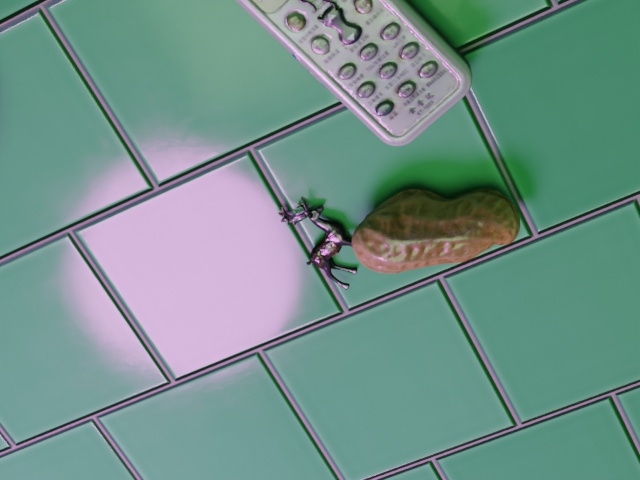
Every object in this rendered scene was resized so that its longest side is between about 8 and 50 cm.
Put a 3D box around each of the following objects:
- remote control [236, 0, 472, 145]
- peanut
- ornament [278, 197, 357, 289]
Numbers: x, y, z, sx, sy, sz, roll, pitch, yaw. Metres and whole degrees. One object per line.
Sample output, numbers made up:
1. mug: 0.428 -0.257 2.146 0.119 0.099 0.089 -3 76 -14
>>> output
1. remote control: 0.011 -0.247 1.264 0.128 0.065 0.335 -39 110 24
2. peanut: 0.131 -0.014 1.378 0.194 0.093 0.083 -12 153 0
3. ornament: 0.000 0.000 1.424 0.125 0.028 0.073 31 116 -15
